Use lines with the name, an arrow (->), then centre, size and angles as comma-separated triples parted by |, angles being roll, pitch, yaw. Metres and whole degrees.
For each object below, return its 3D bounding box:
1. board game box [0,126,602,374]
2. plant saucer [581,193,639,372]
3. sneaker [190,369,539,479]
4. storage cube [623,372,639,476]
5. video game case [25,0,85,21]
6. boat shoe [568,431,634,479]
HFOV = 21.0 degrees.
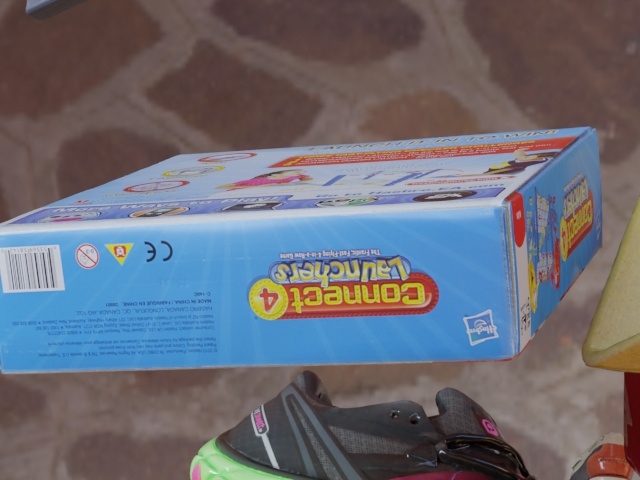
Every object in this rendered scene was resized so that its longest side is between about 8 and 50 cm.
board game box -> 0.000, 0.000, 1.067 | 0.308, 0.086, 0.302 | -3, 10, 19
plant saucer -> 0.340, -0.063, 1.044 | 0.081, 0.333, 0.333 | 45, 44, -15
sneaker -> 0.115, 0.219, 1.363 | 0.483, 0.185, 0.202 | 21, 59, 31
storage cube -> 0.332, 0.116, 1.202 | 0.215, 0.193, 0.183 | -17, 39, -12
video game case -> -0.194, -0.358, 1.636 | 0.196, 0.026, 0.274 | -16, 61, 39
boat shoe -> 0.227, 0.188, 1.400 | 0.049, 0.137, 0.043 | 4, 73, 0
